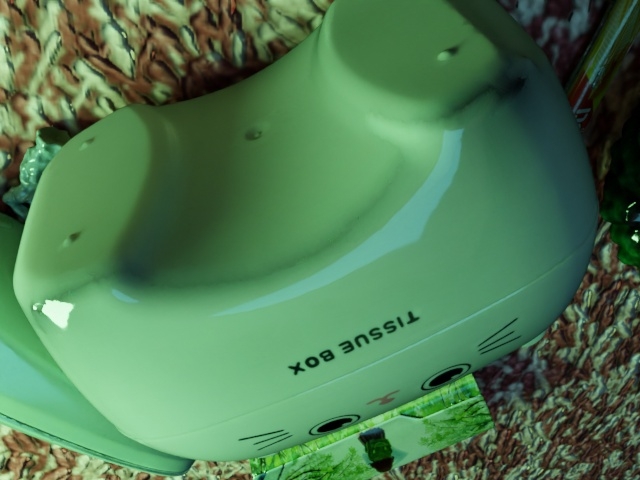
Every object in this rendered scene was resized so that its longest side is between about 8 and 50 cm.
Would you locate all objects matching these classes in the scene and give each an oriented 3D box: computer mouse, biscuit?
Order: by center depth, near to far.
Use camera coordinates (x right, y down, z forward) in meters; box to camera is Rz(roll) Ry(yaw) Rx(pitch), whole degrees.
[{"bbox_3d":[-0.210,0.091,0.516,0.097,0.159,0.288,-35,128,8],"label":"computer mouse"},{"bbox_3d":[0.219,-0.126,0.541,0.048,0.026,0.292,-9,134,-33],"label":"biscuit"}]

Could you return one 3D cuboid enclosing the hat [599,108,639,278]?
[{"bbox_3d":[0.423,-0.061,0.537,0.332,0.274,0.242,-31,148,-27],"label":"hat"}]

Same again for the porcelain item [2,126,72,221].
[{"bbox_3d":[-0.208,-0.045,0.493,0.036,0.028,0.083,29,119,-14],"label":"porcelain item"}]

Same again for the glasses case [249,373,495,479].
[{"bbox_3d":[0.059,0.227,0.767,0.272,0.062,0.095,-25,131,6],"label":"glasses case"}]

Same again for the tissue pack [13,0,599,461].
[{"bbox_3d":[0.000,0.000,0.450,0.333,0.229,0.236,-25,130,6],"label":"tissue pack"}]
